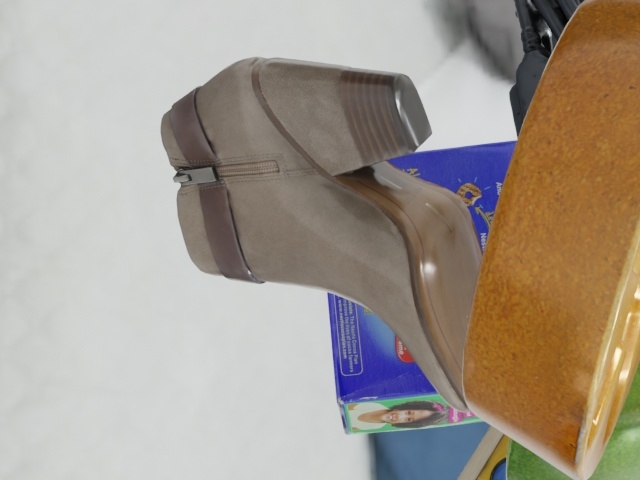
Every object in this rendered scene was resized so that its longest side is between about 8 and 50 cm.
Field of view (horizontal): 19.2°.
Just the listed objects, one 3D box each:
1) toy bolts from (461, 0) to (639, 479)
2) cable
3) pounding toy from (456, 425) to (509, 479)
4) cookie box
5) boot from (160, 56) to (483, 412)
[{"bbox_3d":[0.107,0.077,0.406,0.218,0.158,0.228,67,43,-69],"label":"toy bolts"},{"bbox_3d":[0.118,-0.068,0.878,0.150,0.047,0.185,25,52,-71],"label":"cable"},{"bbox_3d":[0.182,0.154,1.281,0.130,0.141,0.100,-58,165,-1],"label":"pounding toy"},{"bbox_3d":[0.056,0.015,0.663,0.040,0.107,0.092,76,8,-68],"label":"cookie box"},{"bbox_3d":[0.000,0.000,0.577,0.042,0.087,0.118,-26,103,-57],"label":"boot"}]
